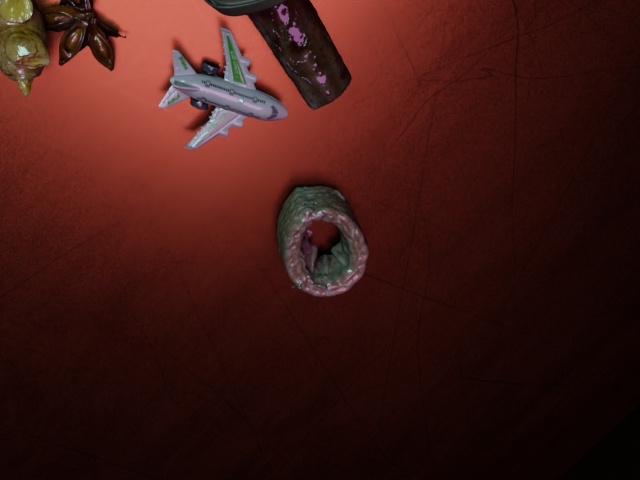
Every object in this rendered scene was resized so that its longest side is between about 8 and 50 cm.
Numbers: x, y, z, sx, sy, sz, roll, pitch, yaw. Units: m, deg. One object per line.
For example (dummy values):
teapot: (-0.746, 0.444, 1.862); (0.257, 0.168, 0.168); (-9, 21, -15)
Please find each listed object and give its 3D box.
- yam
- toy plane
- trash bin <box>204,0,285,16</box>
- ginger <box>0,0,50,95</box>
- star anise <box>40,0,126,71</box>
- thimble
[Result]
yam: (-0.047, -0.401, 1.373); (0.131, 0.131, 0.279); (-33, 119, 5)
toy plane: (-0.187, -0.294, 1.414); (0.256, 0.101, 0.250); (12, 113, -22)
trash bin: (-0.161, -0.538, 1.163); (0.219, 0.219, 0.250); (-9, 153, 36)
ginger: (-0.543, -0.367, 1.263); (0.102, 0.157, 0.216); (-13, 94, -36)
star anise: (-0.465, -0.405, 1.324); (0.157, 0.053, 0.212); (-25, 120, 0)
thimble: (0.005, 0.003, 1.577); (0.196, 0.148, 0.228); (-2, 118, -12)
